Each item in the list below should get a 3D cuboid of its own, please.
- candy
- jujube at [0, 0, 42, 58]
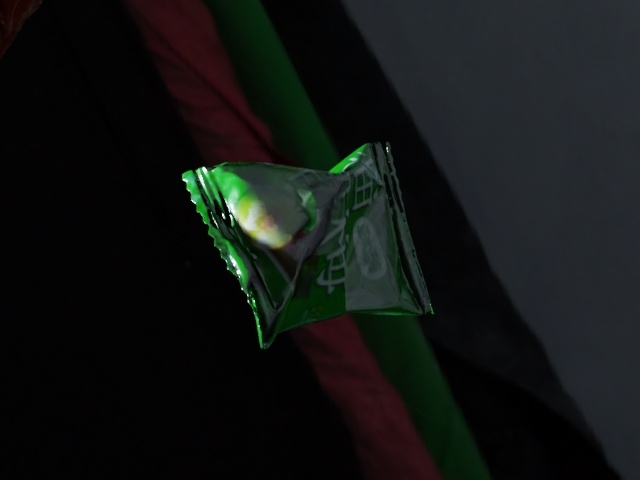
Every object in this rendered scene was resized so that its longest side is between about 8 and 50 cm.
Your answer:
[{"bbox_3d":[-0.003,-0.001,0.905,0.203,0.078,0.141,-7,-90,-43],"label":"candy"},{"bbox_3d":[-0.385,-0.258,1.250,0.174,0.174,0.250,38,-96,-43],"label":"jujube"}]
